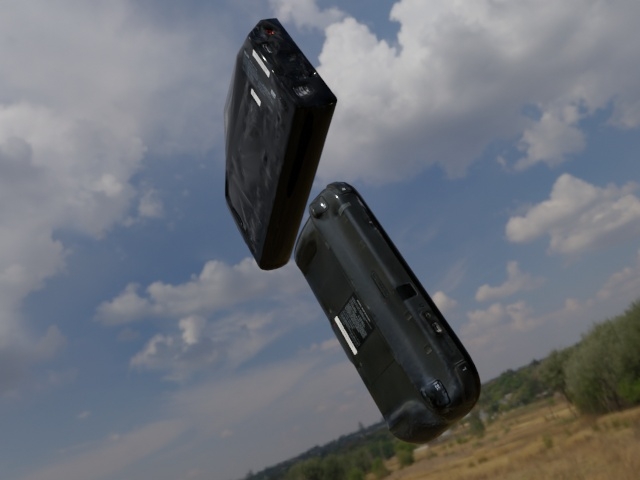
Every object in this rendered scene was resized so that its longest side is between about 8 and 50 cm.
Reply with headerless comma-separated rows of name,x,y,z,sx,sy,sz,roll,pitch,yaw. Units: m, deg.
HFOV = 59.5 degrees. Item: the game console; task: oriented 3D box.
game console,0.000,0.000,0.476,0.043,0.361,0.213,-16,-31,-26
